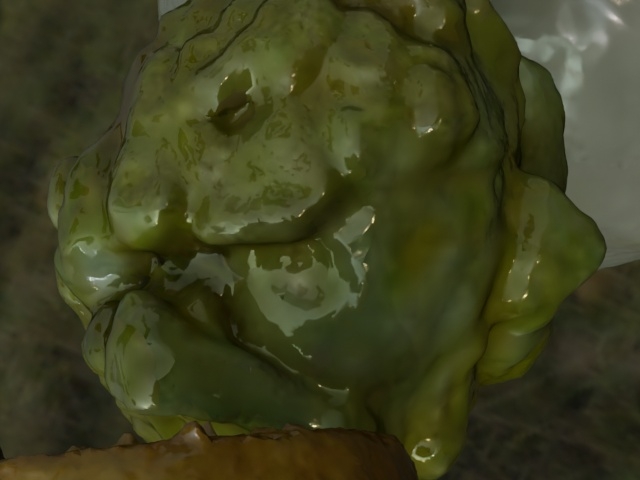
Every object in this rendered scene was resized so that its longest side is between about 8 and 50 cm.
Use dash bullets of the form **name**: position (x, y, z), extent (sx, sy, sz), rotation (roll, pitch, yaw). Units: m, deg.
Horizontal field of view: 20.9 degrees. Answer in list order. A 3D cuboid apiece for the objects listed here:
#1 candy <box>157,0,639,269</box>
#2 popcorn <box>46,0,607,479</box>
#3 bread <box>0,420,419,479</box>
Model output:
- **candy**: position (0.061, -0.100, 1.077), extent (0.186, 0.386, 0.427), rotation (-55, 9, -30)
- **popcorn**: position (0.000, 0.000, 0.721), extent (0.195, 0.255, 0.256), rotation (15, 111, 38)
- **bread**: position (-0.029, 0.116, 0.498), extent (0.229, 0.139, 0.143), rotation (23, -127, -73)
